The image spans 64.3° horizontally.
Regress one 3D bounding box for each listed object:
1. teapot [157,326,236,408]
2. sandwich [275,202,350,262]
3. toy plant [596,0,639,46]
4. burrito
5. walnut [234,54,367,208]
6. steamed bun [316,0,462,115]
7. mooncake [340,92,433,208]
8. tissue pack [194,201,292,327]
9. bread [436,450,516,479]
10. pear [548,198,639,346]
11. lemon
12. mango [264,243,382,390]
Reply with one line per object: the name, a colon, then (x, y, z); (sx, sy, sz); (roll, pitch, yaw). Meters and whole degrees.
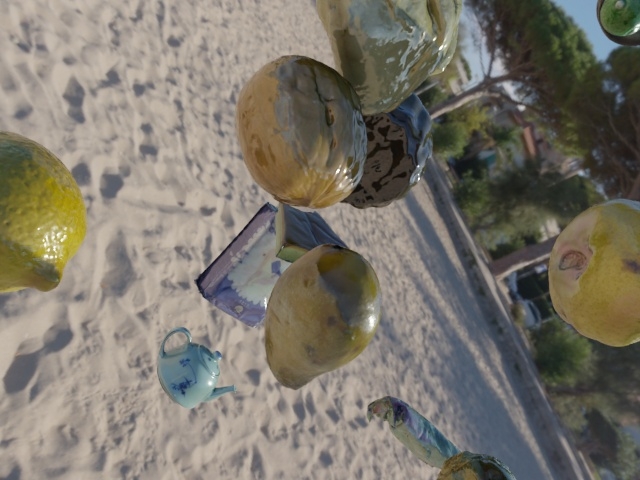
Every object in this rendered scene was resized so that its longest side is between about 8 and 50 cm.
teapot: (-0.312, 0.315, 1.266); (0.232, 0.158, 0.159); (58, 17, -19)
sandwich: (0.000, 0.000, 1.314); (0.244, 0.063, 0.212); (24, 32, -23)
toy plant: (0.686, -0.484, 1.055); (0.235, 0.217, 0.176); (-76, 167, -48)
burrito: (0.219, 0.451, 1.213); (0.229, 0.143, 0.089); (46, 61, -20)
walnut: (-0.028, -0.151, 0.736); (0.195, 0.195, 0.222); (29, 48, -63)
steamed bun: (0.099, -0.407, 0.815); (0.324, 0.230, 0.373); (13, 64, -73)
mooncake: (0.100, -0.206, 1.118); (0.290, 0.290, 0.161); (56, 33, -24)
tissue pack: (-0.183, 0.079, 1.572); (0.242, 0.344, 0.125); (42, 1, -38)
bread: (0.244, 0.401, 0.702); (0.232, 0.127, 0.088); (-106, -164, -51)
pear: (0.543, 0.059, 0.920); (0.271, 0.271, 0.271); (54, 19, -28)
lemon: (-0.389, -0.037, 0.621); (0.244, 0.187, 0.187); (46, 14, 11)
mango: (-0.008, 0.139, 0.897); (0.175, 0.329, 0.177); (14, 55, -16)
